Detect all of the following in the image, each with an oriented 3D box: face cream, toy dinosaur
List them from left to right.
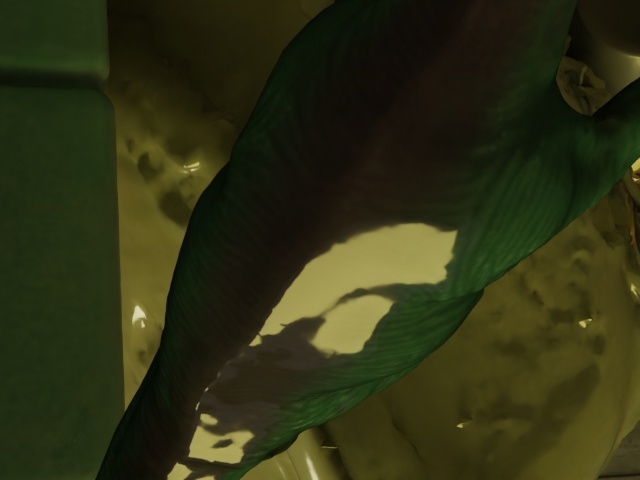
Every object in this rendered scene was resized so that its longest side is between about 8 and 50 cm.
[{"bbox_3d":[-0.014,0.027,0.495,0.331,0.129,0.383,-49,176,-34],"label":"toy dinosaur"},{"bbox_3d":[0.142,-0.104,0.831,0.091,0.091,0.095,-3,171,-3],"label":"face cream"}]

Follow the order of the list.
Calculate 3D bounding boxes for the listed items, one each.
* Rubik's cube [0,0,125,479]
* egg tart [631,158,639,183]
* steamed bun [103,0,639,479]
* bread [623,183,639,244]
[{"bbox_3d":[-0.282,0.027,0.684,0.316,0.322,0.319,-3,179,-34],"label":"Rubik's cube"},{"bbox_3d":[0.224,-0.087,1.091,0.290,0.115,0.290,-3,180,0],"label":"egg tart"},{"bbox_3d":[0.000,0.000,0.840,0.233,0.334,0.312,-27,-154,-30],"label":"steamed bun"},{"bbox_3d":[0.192,-0.052,1.533,0.274,0.149,0.274,3,175,0],"label":"bread"}]
